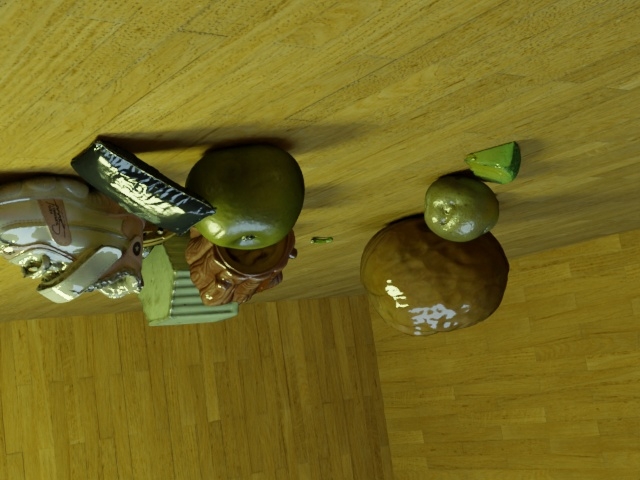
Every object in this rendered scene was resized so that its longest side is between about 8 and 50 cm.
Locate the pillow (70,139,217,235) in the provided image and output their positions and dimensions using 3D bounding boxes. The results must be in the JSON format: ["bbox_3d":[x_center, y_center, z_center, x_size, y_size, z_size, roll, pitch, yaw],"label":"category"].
[{"bbox_3d":[-0.272,-0.079,1.410,0.208,0.055,0.141,33,154,-21],"label":"pillow"}]

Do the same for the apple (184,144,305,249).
[{"bbox_3d":[-0.123,-0.070,1.511,0.196,0.157,0.196,-6,163,-2],"label":"apple"}]

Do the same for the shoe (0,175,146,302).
[{"bbox_3d":[-0.431,0.004,1.562,0.351,0.198,0.172,-2,168,-44],"label":"shoe"}]

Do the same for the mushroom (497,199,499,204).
[{"bbox_3d":[0.359,-0.060,2.291,0.170,0.080,0.135,-12,161,6],"label":"mushroom"}]

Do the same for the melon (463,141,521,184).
[{"bbox_3d":[0.341,-0.139,1.851,0.114,0.053,0.262,-1,172,7],"label":"melon"}]

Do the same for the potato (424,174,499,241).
[{"bbox_3d":[0.309,-0.074,1.994,0.157,0.157,0.194,-13,-176,32],"label":"potato"}]

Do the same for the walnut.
[{"bbox_3d":[0.301,0.083,2.441,0.397,0.308,0.354,-6,-155,-8],"label":"walnut"}]

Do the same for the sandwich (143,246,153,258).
[{"bbox_3d":[-0.408,0.013,2.124,0.026,0.069,0.101,31,149,-27],"label":"sandwich"}]

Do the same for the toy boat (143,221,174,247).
[{"bbox_3d":[-0.396,-0.022,1.909,0.206,0.064,0.072,-5,153,-32],"label":"toy boat"}]

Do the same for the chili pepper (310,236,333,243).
[{"bbox_3d":[0.000,-0.001,2.560,0.083,0.017,0.030,-5,171,-38],"label":"chili pepper"}]

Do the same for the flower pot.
[{"bbox_3d":[-0.314,0.088,2.205,0.189,0.239,0.209,-1,139,-34],"label":"flower pot"}]

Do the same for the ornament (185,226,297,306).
[{"bbox_3d":[-0.170,0.022,1.944,0.235,0.221,0.217,38,159,-5],"label":"ornament"}]
